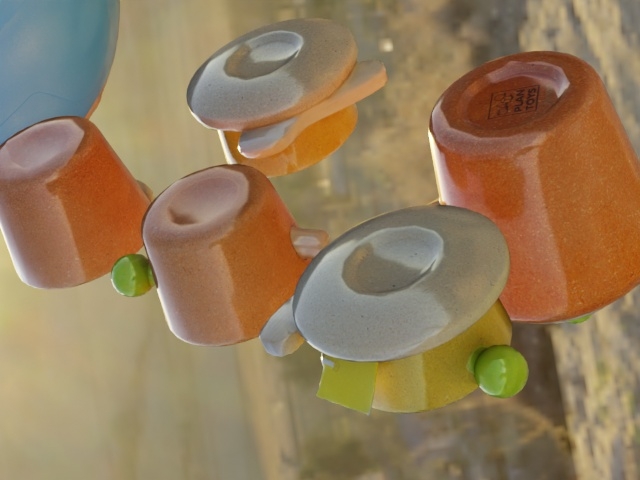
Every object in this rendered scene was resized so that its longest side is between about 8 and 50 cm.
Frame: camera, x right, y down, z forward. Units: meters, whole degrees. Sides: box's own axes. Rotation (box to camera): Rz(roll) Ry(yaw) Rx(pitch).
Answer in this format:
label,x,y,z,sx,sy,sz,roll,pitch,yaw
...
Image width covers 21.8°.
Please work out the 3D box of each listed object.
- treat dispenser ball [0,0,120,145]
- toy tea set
label,x,y,z,sx,sy,sz,roll,pitch,yaw
treat dispenser ball,-0.279,-0.157,1.117,0.288,0.288,0.288,172,90,-75
toy tea set,0.000,0.000,0.760,0.336,0.200,0.124,16,140,43
